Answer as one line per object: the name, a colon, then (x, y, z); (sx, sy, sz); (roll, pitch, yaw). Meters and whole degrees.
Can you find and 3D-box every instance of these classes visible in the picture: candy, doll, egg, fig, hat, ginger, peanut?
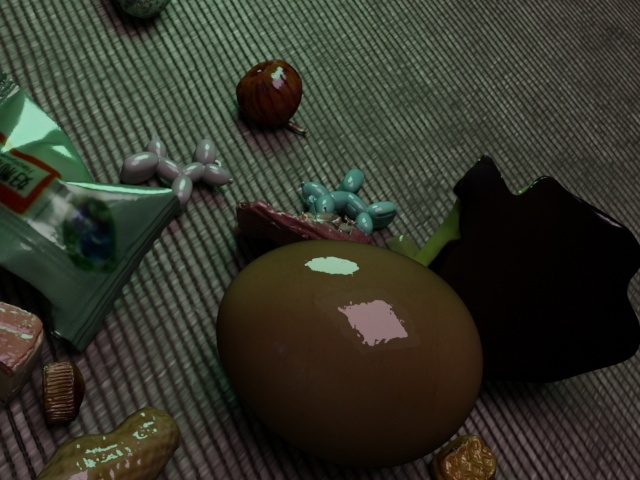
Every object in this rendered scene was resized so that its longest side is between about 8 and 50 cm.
candy: (-0.420, -0.063, 1.205); (0.398, 0.172, 0.263); (34, 70, 14)
doll: (-0.232, -0.118, 1.422); (0.161, 0.059, 0.160); (32, 48, 2)
egg: (0.039, 0.152, 1.167); (0.374, 0.301, 0.301); (16, 48, -2)
egg: (-0.343, -0.503, 1.631); (0.132, 0.132, 0.172); (10, 58, -19)
fig: (-0.084, -0.274, 1.587); (0.150, 0.128, 0.128); (17, 41, -52)
doll: (0.040, -0.063, 1.507); (0.159, 0.059, 0.158); (43, 47, 9)
hat: (0.000, 0.000, 1.341); (0.286, 0.237, 0.107); (26, 87, -5)
ginger: (0.308, 0.052, 1.406); (0.413, 0.211, 0.358); (9, 93, 1)
peanut: (-0.267, 0.282, 1.052); (0.226, 0.095, 0.108); (-28, 73, -40)

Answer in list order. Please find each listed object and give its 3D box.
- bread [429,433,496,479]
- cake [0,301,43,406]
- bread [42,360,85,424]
bread: (0.217, 0.341, 1.274); (0.111, 0.044, 0.083); (-24, 68, -41)
cake: (-0.459, 0.103, 1.096); (0.225, 0.109, 0.090); (36, 48, 4)
bread: (-0.332, 0.197, 1.099); (0.053, 0.085, 0.085); (-2, 54, -19)
